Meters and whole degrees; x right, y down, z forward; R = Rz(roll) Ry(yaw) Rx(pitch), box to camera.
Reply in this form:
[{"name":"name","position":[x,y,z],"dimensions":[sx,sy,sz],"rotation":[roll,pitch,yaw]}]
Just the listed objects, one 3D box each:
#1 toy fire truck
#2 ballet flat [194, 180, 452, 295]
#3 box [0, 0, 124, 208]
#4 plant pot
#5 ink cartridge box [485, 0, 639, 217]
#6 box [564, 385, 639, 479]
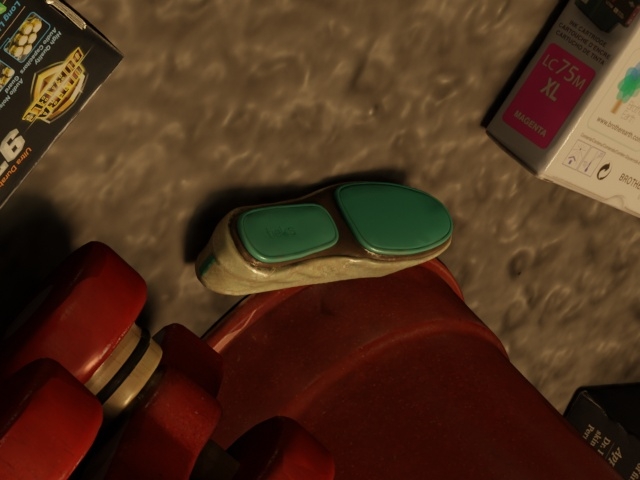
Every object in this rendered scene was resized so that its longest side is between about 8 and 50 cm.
[{"name":"toy fire truck","position":[-0.141,0.162,0.953],"dimensions":[0.254,0.302,0.169],"rotation":[-42,104,19]},{"name":"ballet flat","position":[0.000,0.000,1.110],"dimensions":[0.168,0.057,0.052],"rotation":[-4,153,-41]},{"name":"box","position":[-0.208,-0.042,0.835],"dimensions":[0.220,0.051,0.175],"rotation":[-51,145,1]},{"name":"plant pot","position":[0.066,0.185,1.152],"dimensions":[0.272,0.265,0.272],"rotation":[-28,139,-27]},{"name":"ink cartridge box","position":[0.245,-0.160,1.206],"dimensions":[0.186,0.065,0.311],"rotation":[18,110,-52]},{"name":"box","position":[0.273,0.331,1.468],"dimensions":[0.179,0.312,0.343],"rotation":[2,121,-48]}]
